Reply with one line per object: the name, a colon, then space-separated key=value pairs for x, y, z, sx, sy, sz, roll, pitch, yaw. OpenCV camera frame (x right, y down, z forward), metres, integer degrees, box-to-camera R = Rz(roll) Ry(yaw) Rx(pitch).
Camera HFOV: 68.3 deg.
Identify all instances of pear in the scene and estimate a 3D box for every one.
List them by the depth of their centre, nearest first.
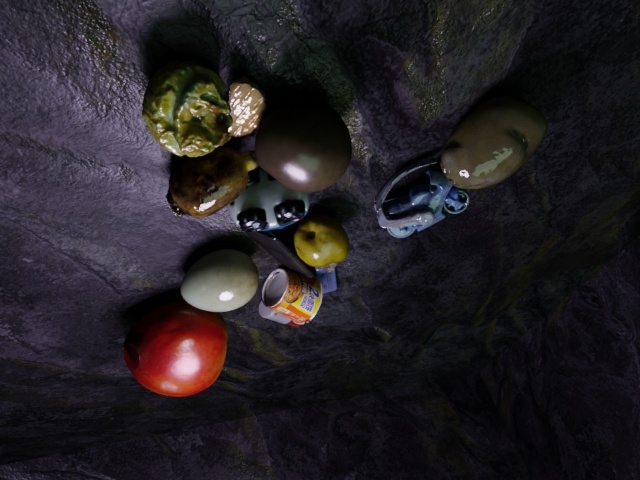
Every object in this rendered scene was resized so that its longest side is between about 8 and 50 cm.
pear: x=0.000 y=0.000 z=1.663 sx=0.200 sy=0.200 sz=0.200 roll=-13 pitch=145 yaw=-9

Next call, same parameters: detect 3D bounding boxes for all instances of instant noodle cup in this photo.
instant noodle cup: x=-0.121 y=0.215 z=1.899 sx=0.174 sy=0.213 sz=0.213 roll=26 pitch=126 yaw=-36

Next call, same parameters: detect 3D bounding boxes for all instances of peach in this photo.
peach: x=-0.554 y=0.409 z=1.818 sx=0.388 sy=0.388 sz=0.388 roll=-13 pitch=145 yaw=-9

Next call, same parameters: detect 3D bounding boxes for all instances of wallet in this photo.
wallet: x=-0.147 y=0.032 z=1.689 sx=0.044 sy=0.170 sz=0.321 roll=-58 pitch=144 yaw=-14

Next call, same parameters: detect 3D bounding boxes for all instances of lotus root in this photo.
lotus root: x=-0.306 y=-0.169 z=1.309 sx=0.314 sy=0.169 sz=0.141 roll=-31 pitch=175 yaw=8

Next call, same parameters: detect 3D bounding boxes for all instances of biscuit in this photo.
biscuit: x=-0.198 y=-0.343 z=1.217 sx=0.118 sy=0.061 sz=0.183 roll=-2 pitch=144 yaw=-26

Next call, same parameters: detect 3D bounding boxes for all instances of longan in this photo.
longan: x=-0.045 y=-0.247 z=1.258 sx=0.258 sy=0.258 sz=0.258 roll=-13 pitch=145 yaw=-9

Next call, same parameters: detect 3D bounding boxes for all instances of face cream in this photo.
face cream: x=-0.168 y=0.319 z=2.097 sx=0.096 sy=0.095 sz=0.214 roll=-35 pitch=143 yaw=21

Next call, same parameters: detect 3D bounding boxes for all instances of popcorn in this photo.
popcorn: x=-0.314 y=-0.306 z=1.114 sx=0.204 sy=0.183 sz=0.221 roll=-21 pitch=134 yaw=-20

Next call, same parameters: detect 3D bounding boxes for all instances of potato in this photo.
potato: x=0.533 y=-0.297 z=1.480 sx=0.326 sy=0.221 sz=0.243 roll=-49 pitch=147 yaw=21

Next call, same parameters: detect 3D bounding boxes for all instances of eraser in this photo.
eraser: x=0.024 y=0.152 z=2.012 sx=0.082 sy=0.036 sz=0.225 roll=-14 pitch=145 yaw=-4

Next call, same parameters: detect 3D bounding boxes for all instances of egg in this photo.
egg: x=-0.361 y=0.145 z=1.671 sx=0.295 sy=0.218 sz=0.218 roll=-14 pitch=147 yaw=16

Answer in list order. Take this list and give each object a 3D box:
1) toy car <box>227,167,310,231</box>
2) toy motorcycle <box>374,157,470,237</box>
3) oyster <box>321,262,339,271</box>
toy car: x=-0.151 y=-0.122 z=1.437 sx=0.255 sy=0.188 sz=0.190 roll=-14 pitch=168 yaw=-1
toy motorcycle: x=0.345 y=-0.138 z=1.639 sx=0.319 sy=0.182 sz=0.241 roll=-26 pitch=144 yaw=13
oyster: x=0.024 y=0.065 z=1.880 sx=0.103 sy=0.051 sz=0.148 roll=-43 pitch=143 yaw=2
